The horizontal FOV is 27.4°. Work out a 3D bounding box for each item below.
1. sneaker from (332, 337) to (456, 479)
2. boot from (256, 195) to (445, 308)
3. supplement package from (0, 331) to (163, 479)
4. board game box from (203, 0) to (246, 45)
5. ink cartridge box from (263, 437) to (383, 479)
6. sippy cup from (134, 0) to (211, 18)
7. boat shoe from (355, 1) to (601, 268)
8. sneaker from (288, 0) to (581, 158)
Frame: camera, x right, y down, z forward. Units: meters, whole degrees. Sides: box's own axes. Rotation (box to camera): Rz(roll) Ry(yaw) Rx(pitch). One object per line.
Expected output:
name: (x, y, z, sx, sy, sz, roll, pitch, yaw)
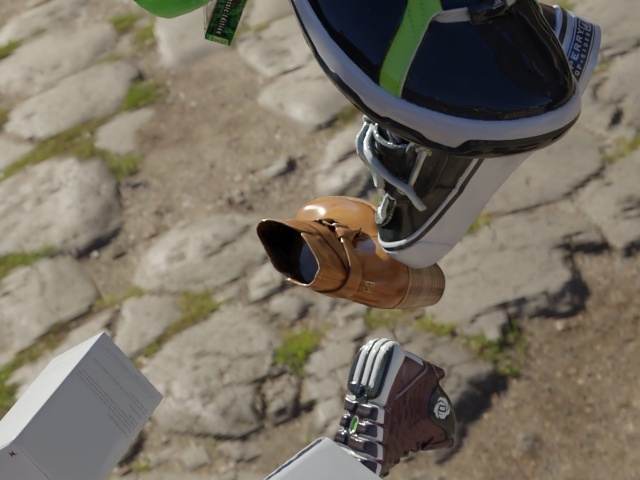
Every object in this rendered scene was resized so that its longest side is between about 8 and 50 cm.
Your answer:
sneaker: (0.094, 0.276, 1.663, 0.106, 0.162, 0.281, 17, 87, 58)
boot: (0.000, 0.000, 1.154, 0.152, 0.073, 0.197, 8, 13, -41)
supplement package: (-0.269, 0.202, 1.384, 0.105, 0.105, 0.179, -27, 19, 39)
board game box: (-0.080, -0.295, 1.226, 0.030, 0.136, 0.260, 13, 30, -14)
ink cartridge box: (0.015, 0.203, 0.733, 0.109, 0.150, 0.063, 33, 47, 29)
sippy cup: (-0.046, -0.289, 0.829, 0.224, 0.240, 0.305, -21, 39, 15)
boat shoe: (0.081, -0.074, 0.925, 0.105, 0.306, 0.113, 22, 67, -8)
sneaker: (0.022, -0.136, 0.512, 0.084, 0.097, 0.235, -27, 69, -28)
